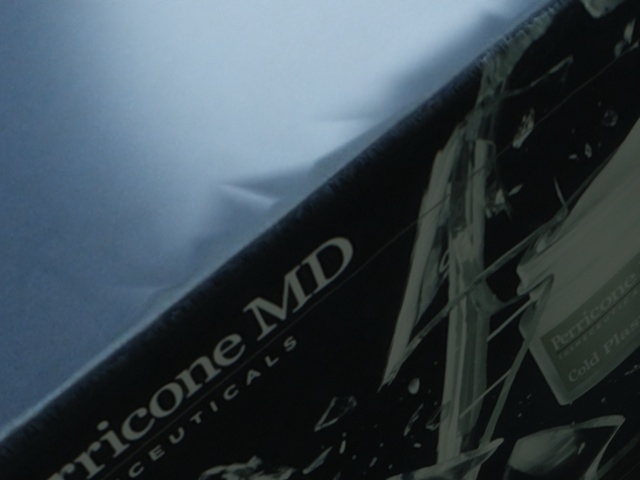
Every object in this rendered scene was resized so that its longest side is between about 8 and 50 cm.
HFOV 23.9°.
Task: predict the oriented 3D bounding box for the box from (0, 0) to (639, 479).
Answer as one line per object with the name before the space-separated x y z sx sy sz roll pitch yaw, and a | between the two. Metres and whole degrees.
box | 0.000 0.000 0.771 0.480 0.472 0.297 -40 55 -13
